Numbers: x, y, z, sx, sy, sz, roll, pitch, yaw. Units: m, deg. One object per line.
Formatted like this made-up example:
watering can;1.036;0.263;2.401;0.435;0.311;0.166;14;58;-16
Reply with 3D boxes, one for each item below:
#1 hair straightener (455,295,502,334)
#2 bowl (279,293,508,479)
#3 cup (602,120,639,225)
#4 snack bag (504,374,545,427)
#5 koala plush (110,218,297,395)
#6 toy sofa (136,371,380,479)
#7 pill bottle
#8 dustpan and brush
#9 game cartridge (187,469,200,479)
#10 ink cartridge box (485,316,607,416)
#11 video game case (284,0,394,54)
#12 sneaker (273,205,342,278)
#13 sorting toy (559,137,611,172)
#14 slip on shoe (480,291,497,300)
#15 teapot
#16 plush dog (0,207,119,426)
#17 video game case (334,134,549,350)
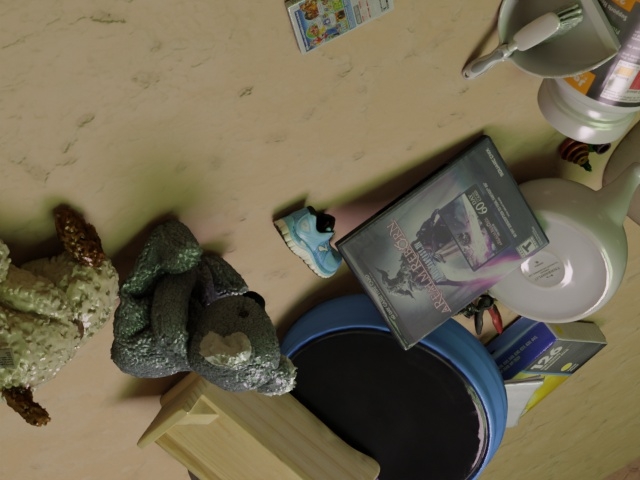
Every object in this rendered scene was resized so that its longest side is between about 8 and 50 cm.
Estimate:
hair straightener;0.275;0.136;2.051;0.089;0.047;0.230;-6;168;12
bowl;0.102;0.268;1.839;0.391;0.391;0.077;-52;-176;34
cup;0.676;-0.091;1.900;0.331;0.237;0.331;-22;149;-14
snack bag;0.259;0.354;2.286;0.343;0.037;0.323;-7;154;-4
koala plush;-0.140;0.123;1.473;0.203;0.221;0.196;-58;152;-8
toy sofa;-0.090;0.346;1.809;0.150;0.362;0.177;-41;-169;41
pill bottle;0.386;-0.264;1.459;0.162;0.162;0.278;-14;146;-25
dustpan and brush;0.257;-0.252;1.438;0.060;0.147;0.211;-29;-179;-32
game cartridge;-0.097;0.449;2.001;0.198;0.297;0.062;-3;116;-40
ink cartridge box;0.415;0.280;2.406;0.307;0.072;0.303;7;135;-50
video game case;0.023;-0.265;1.294;0.122;0.011;0.087;-28;151;-4
sneaker;0.000;0.000;1.627;0.073;0.063;0.162;-37;150;6
sorting toy;0.423;-0.139;1.801;0.102;0.042;0.061;-15;147;-24
slip on shoe;0.299;0.082;2.027;0.135;0.041;0.051;12;166;-43
teapot;0.373;-0.003;1.825;0.187;0.256;0.252;-56;150;-49
plush dog;-0.334;0.090;1.380;0.225;0.211;0.262;-41;164;-39
video game case;0.180;0.004;1.660;0.274;0.026;0.196;-36;109;-10
